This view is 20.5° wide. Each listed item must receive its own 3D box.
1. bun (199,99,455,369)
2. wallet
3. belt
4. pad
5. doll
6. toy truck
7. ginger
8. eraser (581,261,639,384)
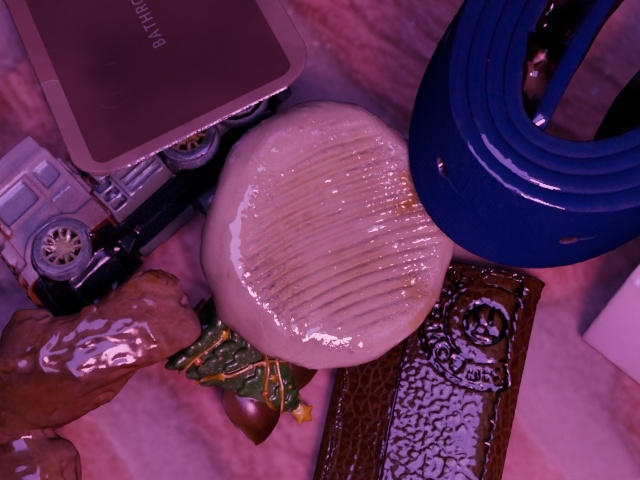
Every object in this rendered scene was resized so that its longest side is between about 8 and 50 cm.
[{"bbox_3d":[0.000,0.000,1.205,0.183,0.102,0.183,2,83,-18],"label":"bun"},{"bbox_3d":[0.068,0.129,1.228,0.133,0.039,0.243,12,78,9],"label":"wallet"},{"bbox_3d":[0.203,-0.136,1.185,0.212,0.117,0.347,37,65,5],"label":"belt"},{"bbox_3d":[-0.126,-0.163,1.244,0.176,0.002,0.266,-27,50,-2],"label":"pad"},{"bbox_3d":[-0.050,0.085,1.223,0.113,0.077,0.078,36,75,8],"label":"doll"},{"bbox_3d":[-0.130,-0.069,1.245,0.256,0.108,0.140,-42,68,-7],"label":"toy truck"},{"bbox_3d":[-0.193,0.135,1.197,0.122,0.084,0.290,41,103,19],"label":"ginger"},{"bbox_3d":[0.397,0.108,1.194,0.397,0.082,0.213,39,83,9],"label":"eraser"}]
